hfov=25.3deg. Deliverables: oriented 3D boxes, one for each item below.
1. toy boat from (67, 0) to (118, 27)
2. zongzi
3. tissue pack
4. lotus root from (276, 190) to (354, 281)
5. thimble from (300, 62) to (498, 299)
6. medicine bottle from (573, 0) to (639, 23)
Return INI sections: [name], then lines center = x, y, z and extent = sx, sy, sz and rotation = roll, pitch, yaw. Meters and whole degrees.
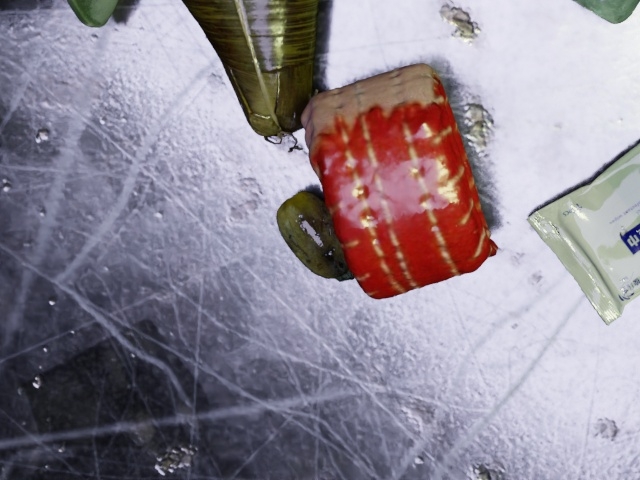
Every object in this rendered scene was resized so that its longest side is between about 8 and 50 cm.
[toy boat]
center = -0.232, -0.318, 1.276
extent = 0.085, 0.078, 0.260
rotation = -9, 98, 35
[zongzi]
center = -0.091, -0.180, 1.273
extent = 0.184, 0.084, 0.187
rotation = 6, 103, 11
[tissue pack]
center = 0.296, -0.028, 1.262
extent = 0.193, 0.026, 0.122
rotation = -37, 93, 14
[lotus root]
center = 0.000, 0.000, 1.308
extent = 0.054, 0.049, 0.099
rotation = -36, 99, 12
[thimble]
center = 0.067, -0.050, 1.227
extent = 0.125, 0.163, 0.189
rotation = -18, 104, 10
[medicine bottle]
center = 0.274, -0.290, 1.204
extent = 0.090, 0.054, 0.208
rotation = 33, 102, 4
